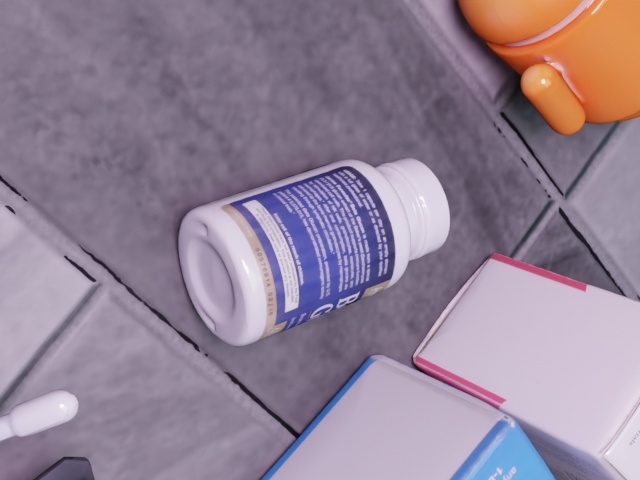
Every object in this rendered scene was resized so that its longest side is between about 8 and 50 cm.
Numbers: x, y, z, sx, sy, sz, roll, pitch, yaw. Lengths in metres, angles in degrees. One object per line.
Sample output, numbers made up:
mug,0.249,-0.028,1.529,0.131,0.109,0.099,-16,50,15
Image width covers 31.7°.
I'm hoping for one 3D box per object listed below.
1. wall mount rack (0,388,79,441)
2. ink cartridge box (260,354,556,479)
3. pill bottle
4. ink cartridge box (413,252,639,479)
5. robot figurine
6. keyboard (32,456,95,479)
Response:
wall mount rack,-0.311,0.095,0.536,0.304,0.130,0.350,-44,122,-19
ink cartridge box,0.091,0.329,0.842,0.285,0.166,0.395,-47,123,-17
pill bottle,0.000,0.000,0.749,0.169,0.094,0.094,-20,111,-29
ink cartridge box,0.236,0.155,0.878,0.117,0.207,0.283,-52,124,-11
robot figurine,0.186,-0.167,0.818,0.219,0.128,0.158,33,100,-34
keyboard,-0.239,0.275,0.635,0.317,0.033,0.201,-38,146,-35
